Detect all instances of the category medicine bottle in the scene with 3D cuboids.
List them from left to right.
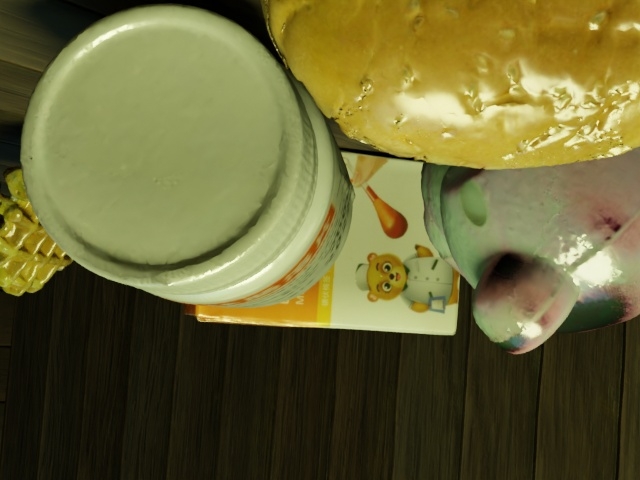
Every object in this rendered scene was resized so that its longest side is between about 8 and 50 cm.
[{"bbox_3d":[-0.086,-0.048,0.834,0.211,0.211,0.371,4,176,6],"label":"medicine bottle"}]

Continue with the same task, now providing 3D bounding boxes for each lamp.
[{"bbox_3d":[0.164,-0.057,0.750,0.247,0.247,0.301,45,180,-10],"label":"lamp"}]

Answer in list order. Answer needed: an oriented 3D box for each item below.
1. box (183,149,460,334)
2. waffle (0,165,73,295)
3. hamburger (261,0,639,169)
[{"bbox_3d":[0.000,0.000,1.283,0.341,0.225,0.143,5,177,-15],"label":"box"},{"bbox_3d":[-0.345,-0.034,1.250,0.057,0.229,0.219,32,179,11],"label":"waffle"},{"bbox_3d":[0.100,-0.103,0.507,0.262,0.131,0.124,-1,175,5],"label":"hamburger"}]
